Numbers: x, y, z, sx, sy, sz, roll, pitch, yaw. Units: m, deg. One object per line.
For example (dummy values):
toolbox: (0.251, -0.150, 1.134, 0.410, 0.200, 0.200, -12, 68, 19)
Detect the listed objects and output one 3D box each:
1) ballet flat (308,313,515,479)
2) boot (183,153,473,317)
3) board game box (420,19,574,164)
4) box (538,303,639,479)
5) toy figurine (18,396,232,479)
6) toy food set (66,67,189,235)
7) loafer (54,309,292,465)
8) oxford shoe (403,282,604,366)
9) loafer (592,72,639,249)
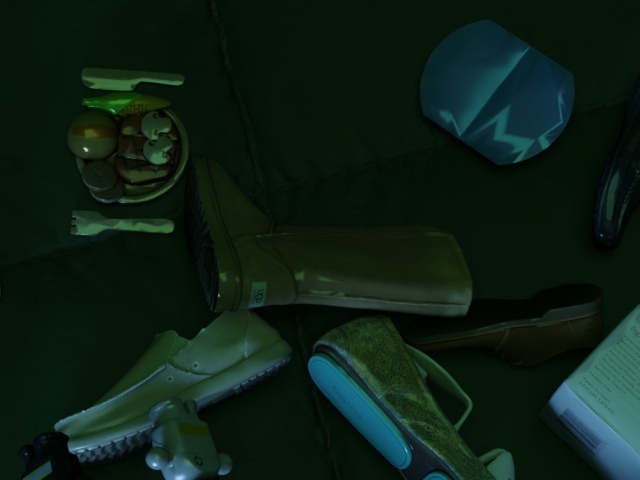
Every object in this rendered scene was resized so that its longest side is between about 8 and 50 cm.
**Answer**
ballet flat: (0.128, 0.219, 1.897, 0.123, 0.123, 0.348, -35, 78, -11)
boot: (0.000, 0.000, 1.959, 0.269, 0.089, 0.236, 0, 42, -17)
board game box: (0.193, -0.157, 2.044, 0.168, 0.033, 0.133, 35, 81, 13)
box: (0.333, 0.182, 1.873, 0.182, 0.181, 0.119, 44, 78, 10)
toy figurine: (-0.182, 0.269, 1.815, 0.209, 0.213, 0.148, -15, 63, -11)
toy food set: (-0.208, -0.101, 2.008, 0.132, 0.038, 0.192, 2, 74, -2)
loafer: (-0.162, 0.147, 1.913, 0.268, 0.102, 0.092, -25, 75, -18)
oxford shoe: (0.195, 0.102, 1.953, 0.212, 0.076, 0.076, -7, 114, 6)
loafer: (0.352, -0.088, 2.005, 0.078, 0.076, 0.223, 19, 70, 11)
